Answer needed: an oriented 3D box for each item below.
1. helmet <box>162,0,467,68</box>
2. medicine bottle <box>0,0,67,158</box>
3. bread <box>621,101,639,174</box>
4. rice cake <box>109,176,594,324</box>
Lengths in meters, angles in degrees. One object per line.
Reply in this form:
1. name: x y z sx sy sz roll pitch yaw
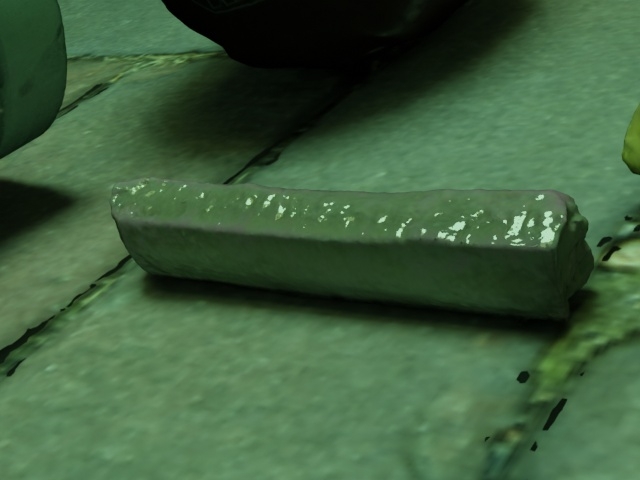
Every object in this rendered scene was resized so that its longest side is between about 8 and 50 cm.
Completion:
1. helmet: 0.005 -0.190 0.616 0.225 0.177 0.305 -2 37 37
2. medicine bottle: -0.286 -0.070 0.469 0.245 0.245 0.290 11 38 41
3. bread: 0.202 -0.142 0.327 0.168 0.264 0.163 -26 30 -31
4. rice cake: 0.000 0.000 0.400 0.207 0.047 0.036 3 39 35
